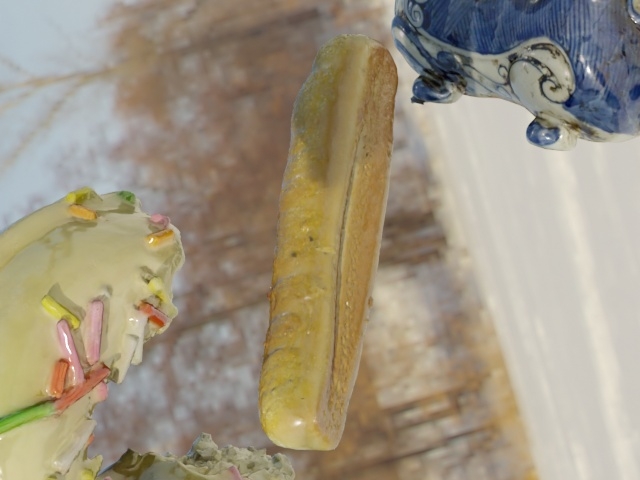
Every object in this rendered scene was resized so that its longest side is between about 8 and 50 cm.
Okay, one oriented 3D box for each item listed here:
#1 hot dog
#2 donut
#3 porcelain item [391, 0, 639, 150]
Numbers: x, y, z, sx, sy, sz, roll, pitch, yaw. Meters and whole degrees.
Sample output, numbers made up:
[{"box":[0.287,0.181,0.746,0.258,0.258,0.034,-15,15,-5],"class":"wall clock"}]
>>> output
[{"box":[0.002,-0.001,1.166,0.088,0.061,0.285,50,-135,-55],"class":"hot dog"},{"box":[-0.174,0.163,1.419,0.307,0.150,0.371,-43,-56,-35],"class":"donut"},{"box":[0.177,-0.188,1.463,0.288,0.138,0.186,26,123,44],"class":"porcelain item"}]
